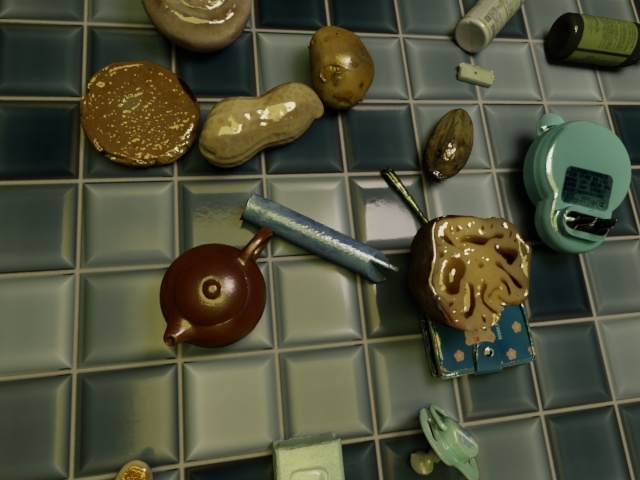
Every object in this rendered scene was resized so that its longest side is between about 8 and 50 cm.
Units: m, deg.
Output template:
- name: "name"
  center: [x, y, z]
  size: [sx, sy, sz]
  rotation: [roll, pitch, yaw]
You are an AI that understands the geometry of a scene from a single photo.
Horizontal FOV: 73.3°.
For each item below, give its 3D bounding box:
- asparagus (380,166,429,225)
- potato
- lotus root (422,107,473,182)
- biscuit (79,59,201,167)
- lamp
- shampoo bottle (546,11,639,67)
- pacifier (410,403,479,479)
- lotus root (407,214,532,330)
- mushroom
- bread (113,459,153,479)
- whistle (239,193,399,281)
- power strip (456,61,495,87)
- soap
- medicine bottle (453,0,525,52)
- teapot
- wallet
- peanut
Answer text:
- name: "asparagus"
  center: [0.201, -0.056, 0.875]
  size: [0.022, 0.023, 0.233]
  rotation: [-39, 84, 28]
- name: "potato"
  center: [0.040, -0.351, 0.865]
  size: [0.137, 0.137, 0.176]
  rotation: [-8, 81, -12]
- name: "lotus root"
  center: [0.267, -0.196, 0.888]
  size: [0.080, 0.089, 0.179]
  rotation: [41, 66, -37]
- name: "biscuit"
  center: [-0.337, -0.237, 0.812]
  size: [0.225, 0.042, 0.226]
  rotation: [2, 78, -10]
- name: "lamp"
  center: [0.517, -0.112, 0.878]
  size: [0.209, 0.147, 0.284]
  rotation: [12, 66, -5]
- name: "shampoo bottle"
  center: [0.689, -0.467, 1.020]
  size: [0.283, 0.101, 0.101]
  rotation: [3, 76, -9]
- name: "pacifier"
  center: [0.203, 0.356, 0.745]
  size: [0.150, 0.127, 0.116]
  rotation: [37, 112, -27]
- name: "lotus root"
  center: [0.240, 0.063, 0.770]
  size: [0.188, 0.180, 0.199]
  rotation: [9, 76, -13]
- name: "mushroom"
  center: [-0.228, -0.474, 0.802]
  size: [0.207, 0.215, 0.208]
  rotation: [4, 78, -17]
- name: "bread"
  center: [-0.305, 0.440, 0.646]
  size: [0.073, 0.053, 0.214]
  rotation: [19, 76, -1]
- name: "whistle"
  center: [0.000, 0.000, 0.804]
  size: [0.304, 0.062, 0.062]
  rotation: [25, 73, -4]
- name: "power strip"
  center: [0.354, -0.379, 0.983]
  size: [0.090, 0.016, 0.040]
  rotation: [11, 74, -8]
- name: "soap"
  center: [-0.016, 0.426, 0.695]
  size: [0.114, 0.063, 0.199]
  rotation: [-3, 77, -12]
- name: "medicine bottle"
  center: [0.392, -0.521, 0.989]
  size: [0.086, 0.086, 0.183]
  rotation: [41, 73, 2]
- name: "teapot"
  center: [-0.164, 0.073, 0.720]
  size: [0.178, 0.135, 0.252]
  rotation: [40, 74, -3]
- name: "wallet"
  center: [0.298, 0.182, 0.813]
  size: [0.202, 0.059, 0.141]
  rotation: [-6, 80, -12]
- name: "peanut"
  center: [-0.115, -0.228, 0.813]
  size: [0.256, 0.123, 0.124]
  rotation: [-31, 83, -18]
